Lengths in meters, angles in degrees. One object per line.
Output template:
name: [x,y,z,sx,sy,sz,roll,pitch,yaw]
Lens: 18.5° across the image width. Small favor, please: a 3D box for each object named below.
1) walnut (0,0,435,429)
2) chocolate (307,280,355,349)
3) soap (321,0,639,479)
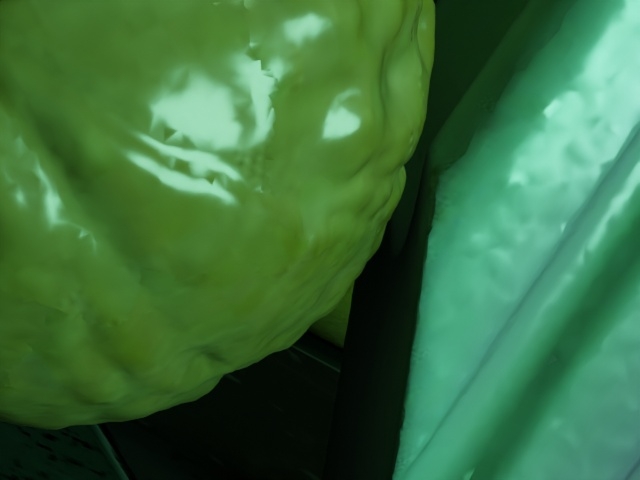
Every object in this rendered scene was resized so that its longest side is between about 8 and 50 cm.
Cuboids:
walnut: [-0.063,-0.053,0.474,0.213,0.213,0.213,33,7,-5]
chocolate: [0.000,0.000,0.822,0.219,0.086,0.085,27,9,-34]
soap: [0.124,-0.024,0.532,0.193,0.324,0.109,31,9,-19]
